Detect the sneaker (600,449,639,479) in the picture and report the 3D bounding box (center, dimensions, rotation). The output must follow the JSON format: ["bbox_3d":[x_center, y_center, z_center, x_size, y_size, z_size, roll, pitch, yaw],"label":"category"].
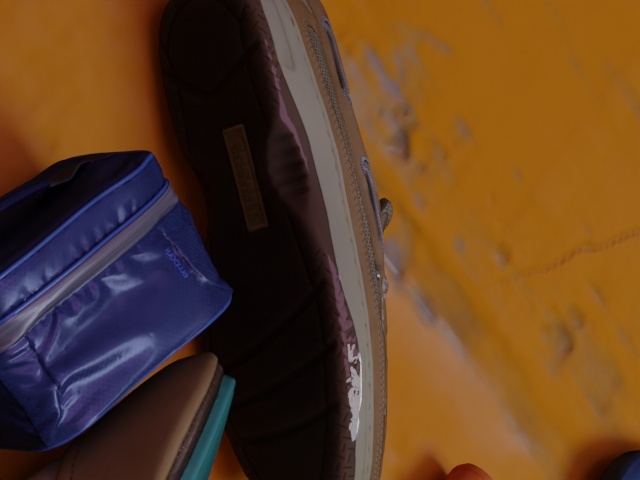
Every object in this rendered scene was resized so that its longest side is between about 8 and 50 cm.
[{"bbox_3d":[0.199,0.149,0.805,0.209,0.082,0.069,40,64,-28],"label":"sneaker"}]

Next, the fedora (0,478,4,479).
[{"bbox_3d":[-0.212,0.134,0.390,0.152,0.334,0.334,40,57,8],"label":"fedora"}]

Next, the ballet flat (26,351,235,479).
[{"bbox_3d":[-0.091,0.131,0.575,0.073,0.080,0.232,18,69,1],"label":"ballet flat"}]

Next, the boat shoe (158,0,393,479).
[{"bbox_3d":[0.000,0.000,0.668,0.072,0.068,0.190,-9,91,-51],"label":"boat shoe"}]

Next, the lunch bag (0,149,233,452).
[{"bbox_3d":[-0.085,0.016,0.592,0.098,0.067,0.065,-41,111,-33],"label":"lunch bag"}]

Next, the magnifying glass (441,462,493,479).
[{"bbox_3d":[-0.010,0.160,0.668,0.231,0.026,0.092,-43,112,-34],"label":"magnifying glass"}]
